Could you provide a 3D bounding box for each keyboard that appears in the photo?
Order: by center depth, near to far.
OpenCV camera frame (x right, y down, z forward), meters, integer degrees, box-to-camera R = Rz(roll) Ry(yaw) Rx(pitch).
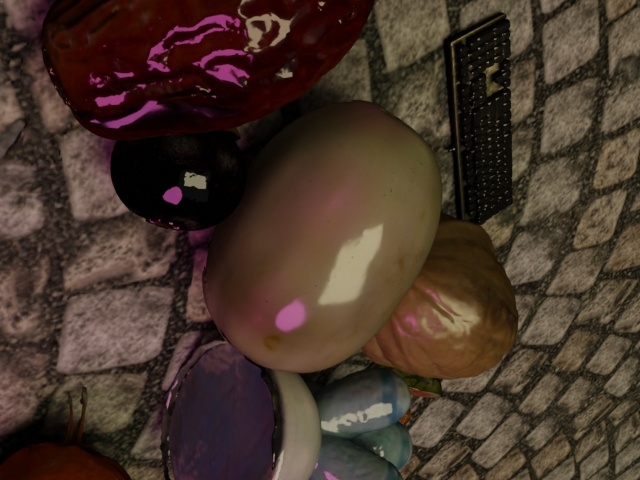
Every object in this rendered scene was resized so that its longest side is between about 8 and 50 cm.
[{"bbox_3d":[0.216,-0.144,1.136,0.106,0.027,0.317,-30,136,-17],"label":"keyboard"}]

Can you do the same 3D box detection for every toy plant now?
[{"bbox_3d":[-0.010,0.259,1.110,0.332,0.247,0.247,15,111,-41],"label":"toy plant"}]

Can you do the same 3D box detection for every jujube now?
[{"bbox_3d":[-0.093,-0.198,0.734,0.290,0.197,0.197,-25,136,2],"label":"jujube"}]

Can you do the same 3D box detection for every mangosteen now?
[{"bbox_3d":[-0.137,-0.085,0.845,0.137,0.137,0.151,22,72,-45],"label":"mangosteen"}]

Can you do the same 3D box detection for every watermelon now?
[{"bbox_3d":[0.145,0.207,1.342,0.163,0.087,0.068,27,66,-49],"label":"watermelon"}]

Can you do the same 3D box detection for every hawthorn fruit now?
[{"bbox_3d":[-0.296,0.318,0.970,0.211,0.211,0.299,21,77,-45],"label":"hawthorn fruit"}]

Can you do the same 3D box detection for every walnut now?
[{"bbox_3d":[0.147,0.076,1.108,0.225,0.225,0.261,-51,144,6],"label":"walnut"}]

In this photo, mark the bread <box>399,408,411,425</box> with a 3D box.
[{"bbox_3d":[0.048,0.327,1.325,0.233,0.076,0.105,-39,155,-26],"label":"bread"}]

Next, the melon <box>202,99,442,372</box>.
[{"bbox_3d":[0.000,0.000,0.933,0.223,0.223,0.316,23,102,-46],"label":"melon"}]
